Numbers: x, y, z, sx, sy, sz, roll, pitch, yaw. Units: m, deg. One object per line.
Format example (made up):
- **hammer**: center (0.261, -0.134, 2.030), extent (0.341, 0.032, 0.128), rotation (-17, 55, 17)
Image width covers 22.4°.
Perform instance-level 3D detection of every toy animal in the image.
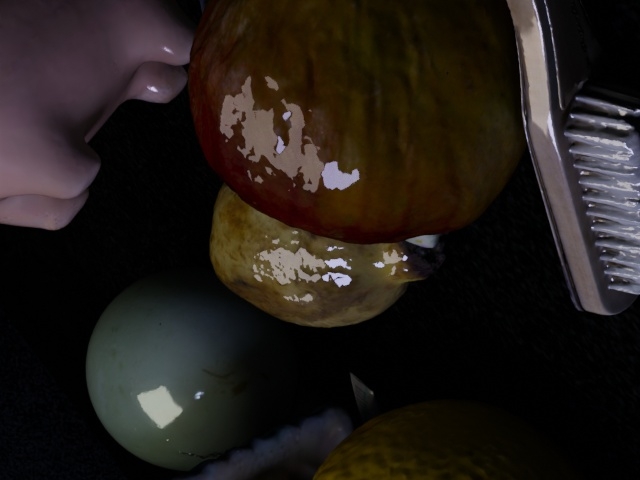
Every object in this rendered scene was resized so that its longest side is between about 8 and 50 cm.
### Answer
- **toy animal**: center (-0.207, -0.172, 1.072), extent (0.269, 0.326, 0.237), rotation (36, 148, -7)

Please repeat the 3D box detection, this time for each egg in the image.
- **egg**: center (-0.127, 0.127, 1.598), extent (0.203, 0.203, 0.282), rotation (58, 162, -15)

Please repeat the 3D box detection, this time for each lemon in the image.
- **lemon**: center (0.091, 0.234, 1.179), extent (0.228, 0.228, 0.253), rotation (52, -157, 3)

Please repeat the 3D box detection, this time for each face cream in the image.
- **face cream**: center (0.050, 0.170, 1.534), extent (0.038, 0.020, 0.115), rotation (37, 155, 43)

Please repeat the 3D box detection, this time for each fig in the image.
- **fig**: center (0.037, -0.145, 0.841), extent (0.190, 0.190, 0.290), rotation (33, 117, 47)

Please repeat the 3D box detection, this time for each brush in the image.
- **brush**: center (0.129, -0.092, 0.785), extent (0.065, 0.070, 0.327), rotation (10, 135, 40)

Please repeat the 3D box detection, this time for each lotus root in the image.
- **lotus root**: center (0.000, 0.000, 1.187), extent (0.214, 0.138, 0.138), rotation (6, 131, 52)

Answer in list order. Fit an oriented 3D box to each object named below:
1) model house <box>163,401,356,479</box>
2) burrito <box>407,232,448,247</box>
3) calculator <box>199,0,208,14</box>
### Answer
- **model house**: center (-0.005, 0.363, 1.426), extent (0.445, 0.400, 0.395), rotation (28, 141, -11)
- **burrito**: center (0.012, -0.117, 1.018), extent (0.096, 0.066, 0.309), rotation (31, 154, 46)
- **calculator**: center (-0.044, -0.113, 1.104), extent (0.210, 0.039, 0.121), rotation (-106, -9, -61)
